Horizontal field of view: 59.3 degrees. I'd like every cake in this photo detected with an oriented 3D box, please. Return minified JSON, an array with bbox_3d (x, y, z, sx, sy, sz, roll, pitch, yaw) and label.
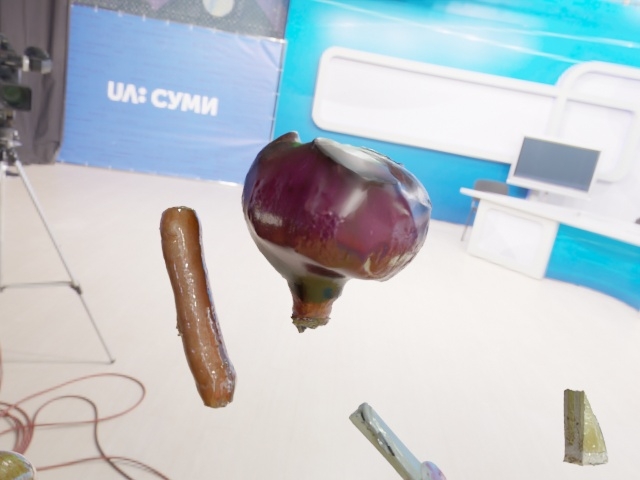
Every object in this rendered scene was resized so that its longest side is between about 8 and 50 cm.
[{"bbox_3d":[0.418,0.302,0.911,0.065,0.121,0.052,-2,-19,-24],"label":"cake"}]

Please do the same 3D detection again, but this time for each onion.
[{"bbox_3d":[0.000,0.000,1.152,0.399,0.419,0.398,23,11,-5],"label":"onion"}]

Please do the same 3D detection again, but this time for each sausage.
[{"bbox_3d":[-0.251,0.136,1.147,0.094,0.418,0.094,-13,1,1],"label":"sausage"}]

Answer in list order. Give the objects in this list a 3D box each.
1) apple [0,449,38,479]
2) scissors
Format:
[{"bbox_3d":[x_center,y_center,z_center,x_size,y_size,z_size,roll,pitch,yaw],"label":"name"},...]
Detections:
[{"bbox_3d":[-0.410,0.326,0.694,0.102,0.125,0.126,4,16,5],"label":"apple"},{"bbox_3d":[0.120,0.273,0.617,0.242,0.030,0.118,48,25,-1],"label":"scissors"}]
